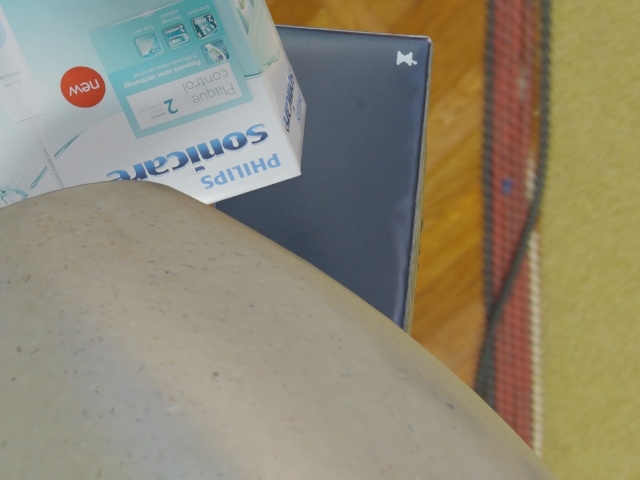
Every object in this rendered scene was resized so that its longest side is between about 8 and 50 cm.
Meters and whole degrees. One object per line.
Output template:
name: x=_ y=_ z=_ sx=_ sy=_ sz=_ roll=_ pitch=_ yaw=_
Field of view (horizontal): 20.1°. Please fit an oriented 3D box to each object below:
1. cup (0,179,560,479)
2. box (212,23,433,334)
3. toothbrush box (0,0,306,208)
cup: x=-0.074 y=0.119 z=0.707 sx=0.331 sy=0.331 sz=0.237 roll=-48 pitch=63 yaw=40
box: x=0.000 y=0.000 z=1.614 sx=0.182 sy=0.294 sz=0.296 roll=5 pitch=72 yaw=3
toothbrush box: x=-0.160 y=-0.162 z=1.255 sx=0.216 sy=0.126 sz=0.295 roll=-16 pitch=118 yaw=11
